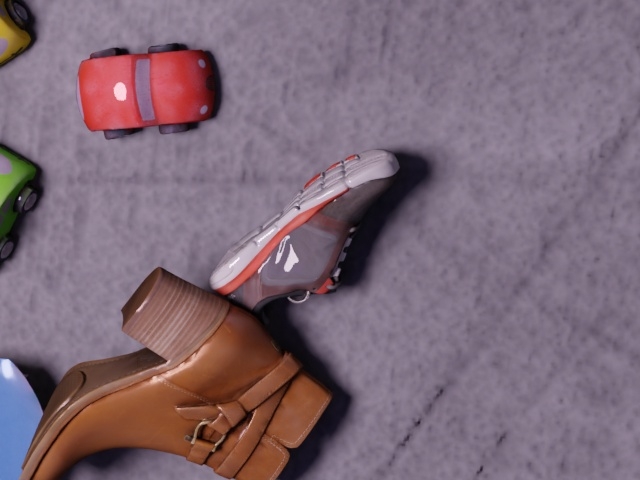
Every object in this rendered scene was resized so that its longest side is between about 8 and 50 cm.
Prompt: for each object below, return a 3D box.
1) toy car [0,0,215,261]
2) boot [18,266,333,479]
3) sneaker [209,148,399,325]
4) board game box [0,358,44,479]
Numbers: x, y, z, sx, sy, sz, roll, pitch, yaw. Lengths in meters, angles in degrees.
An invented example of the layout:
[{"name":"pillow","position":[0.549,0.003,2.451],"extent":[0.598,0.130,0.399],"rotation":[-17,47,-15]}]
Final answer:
[{"name":"toy car","position":[-0.216,-0.074,1.037],"extent":[0.239,0.053,0.225],"rotation":[29,103,10]},{"name":"boot","position":[-0.101,0.129,1.012],"extent":[0.152,0.073,0.197],"rotation":[36,111,-16]},{"name":"sneaker","position":[0.000,0.000,0.995],"extent":[0.158,0.061,0.065],"rotation":[-37,102,24]},{"name":"board game box","position":[-0.267,0.140,1.091],"extent":[0.168,0.033,0.133],"rotation":[4,105,17]}]
